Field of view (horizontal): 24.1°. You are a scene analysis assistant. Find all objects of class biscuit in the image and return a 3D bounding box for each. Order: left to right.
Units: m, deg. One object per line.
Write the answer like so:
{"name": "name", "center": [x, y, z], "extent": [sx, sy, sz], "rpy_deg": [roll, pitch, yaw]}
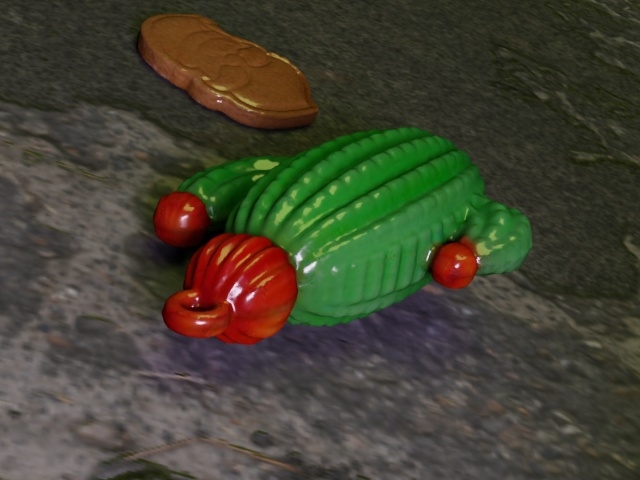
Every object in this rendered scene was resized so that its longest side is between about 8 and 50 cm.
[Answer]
{"name": "biscuit", "center": [-0.060, -0.113, 0.991], "extent": [0.130, 0.019, 0.102], "rpy_deg": [33, 30, 14]}

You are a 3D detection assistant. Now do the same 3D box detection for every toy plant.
{"name": "toy plant", "center": [-0.003, -0.006, 0.790], "extent": [0.240, 0.088, 0.154], "rpy_deg": [-11, 31, -32]}
